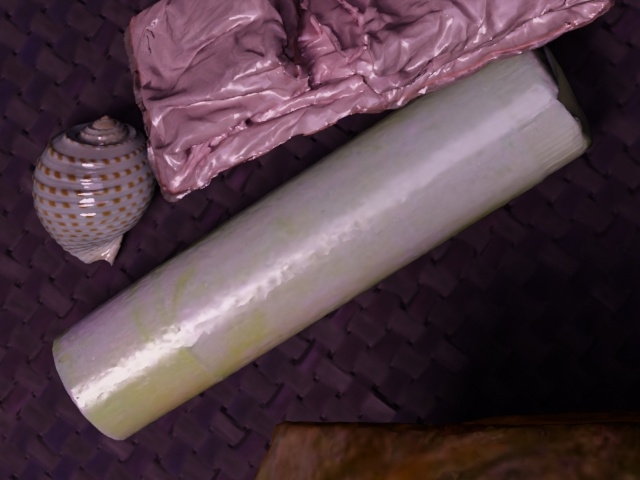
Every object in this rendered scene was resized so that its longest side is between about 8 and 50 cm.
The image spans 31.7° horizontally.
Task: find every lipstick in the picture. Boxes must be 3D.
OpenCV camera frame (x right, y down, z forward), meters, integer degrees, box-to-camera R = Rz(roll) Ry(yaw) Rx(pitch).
[{"bbox_3d":[0.000,0.000,0.596,0.304,0.076,0.076,-33,88,7],"label":"lipstick"}]

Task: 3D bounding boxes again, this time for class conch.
[{"bbox_3d":[-0.130,-0.028,0.623,0.076,0.056,0.085,16,94,19],"label":"conch"}]

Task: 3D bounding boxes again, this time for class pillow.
[{"bbox_3d":[0.012,-0.121,0.576,0.248,0.049,0.135,-22,56,9],"label":"pillow"}]

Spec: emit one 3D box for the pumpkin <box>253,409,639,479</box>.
[{"bbox_3d":[0.115,0.184,0.496,0.256,0.303,0.225,-3,85,35],"label":"pumpkin"}]
